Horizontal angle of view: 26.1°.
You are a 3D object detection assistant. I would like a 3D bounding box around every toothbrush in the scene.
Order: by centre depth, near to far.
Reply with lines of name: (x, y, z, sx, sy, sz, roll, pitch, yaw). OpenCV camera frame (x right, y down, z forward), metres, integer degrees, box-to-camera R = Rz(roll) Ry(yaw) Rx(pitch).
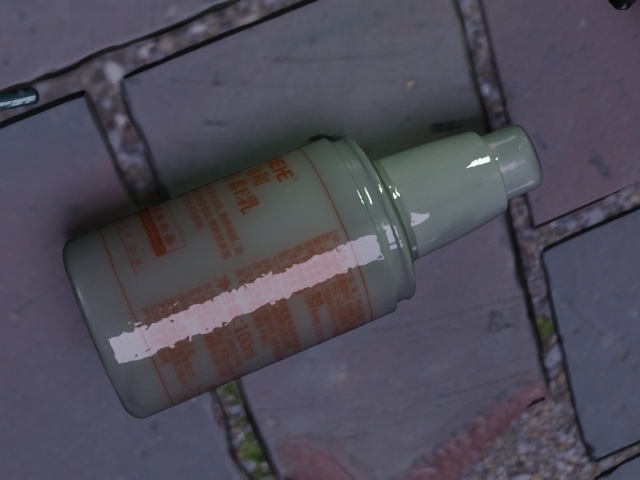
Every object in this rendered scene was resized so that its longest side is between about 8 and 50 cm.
toothbrush: (-0.218, -0.057, 0.658, 0.167, 0.011, 0.014, -11, 116, -13)

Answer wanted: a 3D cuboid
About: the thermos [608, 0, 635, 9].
thermos: (0.289, -0.144, 0.731, 0.330, 0.109, 0.136, 14, 113, -26)

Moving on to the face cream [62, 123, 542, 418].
face cream: (0.000, 0.000, 0.716, 0.252, 0.101, 0.101, -23, 124, -6)
